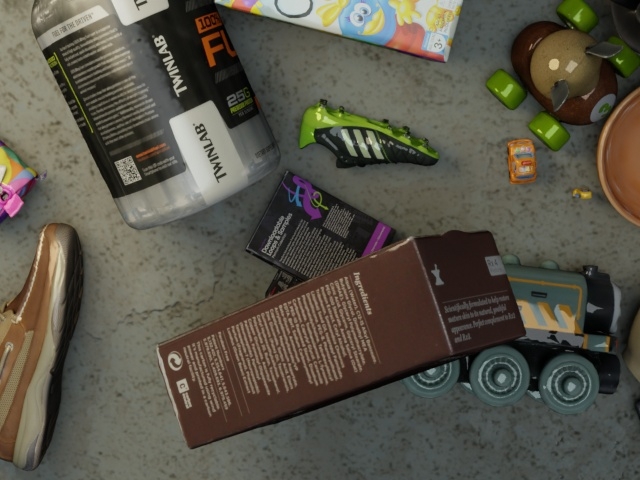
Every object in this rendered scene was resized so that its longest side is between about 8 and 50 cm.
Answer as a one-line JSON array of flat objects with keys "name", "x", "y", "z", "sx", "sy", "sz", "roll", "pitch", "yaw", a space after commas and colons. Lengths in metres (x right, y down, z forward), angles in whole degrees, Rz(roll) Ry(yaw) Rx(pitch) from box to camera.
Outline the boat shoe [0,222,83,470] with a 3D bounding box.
[{"name": "boat shoe", "x": -0.378, "y": 0.131, "z": 1.465, "sx": 0.116, "sy": 0.123, "sz": 0.324, "roll": 13, "pitch": 98, "yaw": -2}]

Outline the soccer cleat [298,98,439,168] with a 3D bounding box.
[{"name": "soccer cleat", "x": 0.059, "y": -0.119, "z": 1.464, "sx": 0.179, "sy": 0.060, "sz": 0.072, "roll": 19, "pitch": 109, "yaw": 2}]

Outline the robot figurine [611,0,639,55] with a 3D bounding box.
[{"name": "robot figurine", "x": 0.451, "y": -0.276, "z": 1.343, "sx": 0.278, "sy": 0.173, "sz": 0.209, "roll": 10, "pitch": 72, "yaw": -42}]

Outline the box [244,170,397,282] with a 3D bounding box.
[{"name": "box", "x": 0.000, "y": 0.000, "z": 1.477, "sx": 0.162, "sy": 0.029, "sz": 0.116, "roll": 29, "pitch": 77, "yaw": -7}]

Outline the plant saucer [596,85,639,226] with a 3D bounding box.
[{"name": "plant saucer", "x": 0.441, "y": -0.111, "z": 1.472, "sx": 0.200, "sy": 0.037, "sz": 0.200, "roll": -2, "pitch": 103, "yaw": -8}]

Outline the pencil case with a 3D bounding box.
[{"name": "pencil case", "x": -0.453, "y": -0.118, "z": 1.426, "sx": 0.236, "sy": 0.104, "sz": 0.104, "roll": 41, "pitch": 97, "yaw": -7}]

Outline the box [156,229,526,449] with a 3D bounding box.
[{"name": "box", "x": 0.020, "y": 0.115, "z": 1.345, "sx": 0.381, "sy": 0.191, "sz": 0.143, "roll": -26, "pitch": 78, "yaw": 33}]

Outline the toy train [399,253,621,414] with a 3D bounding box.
[{"name": "toy train", "x": 0.222, "y": 0.109, "z": 1.472, "sx": 0.334, "sy": 0.142, "sz": 0.190, "roll": 7, "pitch": 91, "yaw": -3}]

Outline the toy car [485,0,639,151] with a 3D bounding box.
[{"name": "toy car", "x": 0.303, "y": -0.196, "z": 1.385, "sx": 0.149, "sy": 0.188, "sz": 0.155, "roll": 42, "pitch": 97, "yaw": -8}]

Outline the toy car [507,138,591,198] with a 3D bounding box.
[{"name": "toy car", "x": 0.294, "y": -0.090, "z": 1.479, "sx": 0.122, "sy": 0.040, "sz": 0.060, "roll": 12, "pitch": 100, "yaw": -3}]

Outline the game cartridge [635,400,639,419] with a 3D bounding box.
[{"name": "game cartridge", "x": 0.564, "y": 0.310, "z": 1.555, "sx": 0.198, "sy": 0.062, "sz": 0.297, "roll": -24, "pitch": 100, "yaw": -1}]

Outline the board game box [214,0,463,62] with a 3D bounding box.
[{"name": "board game box", "x": 0.027, "y": -0.313, "z": 1.379, "sx": 0.275, "sy": 0.142, "sz": 0.144, "roll": 13, "pitch": 100, "yaw": -4}]

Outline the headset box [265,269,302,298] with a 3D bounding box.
[{"name": "headset box", "x": -0.021, "y": 0.064, "z": 1.503, "sx": 0.083, "sy": 0.032, "sz": 0.062, "roll": 28, "pitch": 98, "yaw": -7}]

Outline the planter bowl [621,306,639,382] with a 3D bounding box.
[{"name": "planter bowl", "x": 0.453, "y": 0.143, "z": 1.474, "sx": 0.162, "sy": 0.162, "sz": 0.109, "roll": 40, "pitch": 109, "yaw": -8}]

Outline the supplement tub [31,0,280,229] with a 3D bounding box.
[{"name": "supplement tub", "x": -0.201, "y": -0.200, "z": 1.362, "sx": 0.207, "sy": 0.207, "sz": 0.338, "roll": -24, "pitch": 101, "yaw": 3}]
